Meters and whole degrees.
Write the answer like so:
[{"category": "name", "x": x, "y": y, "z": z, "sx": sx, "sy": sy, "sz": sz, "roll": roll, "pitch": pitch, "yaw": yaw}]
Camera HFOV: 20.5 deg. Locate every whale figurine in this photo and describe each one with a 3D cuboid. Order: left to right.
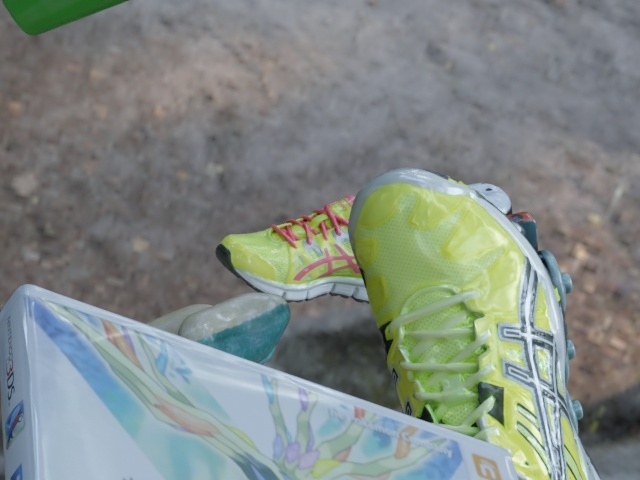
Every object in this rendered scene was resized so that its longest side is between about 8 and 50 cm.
[{"category": "whale figurine", "x": -0.113, "y": 0.132, "z": 1.485, "sx": 0.216, "sy": 0.272, "sz": 0.141, "roll": -21, "pitch": 83, "yaw": -37}]

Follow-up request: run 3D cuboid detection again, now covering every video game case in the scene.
[{"category": "video game case", "x": -0.002, "y": 0.178, "z": 0.875, "sx": 0.329, "sy": 0.036, "sz": 0.300, "roll": 21, "pitch": 33, "yaw": -28}]

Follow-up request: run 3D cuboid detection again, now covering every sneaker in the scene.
[{"category": "sneaker", "x": 0.000, "y": 0.000, "z": 1.596, "sx": 0.208, "sy": 0.094, "sz": 0.081, "roll": 1, "pitch": 27, "yaw": -36}, {"category": "sneaker", "x": 0.129, "y": 0.123, "z": 1.349, "sx": 0.385, "sy": 0.145, "sz": 0.147, "roll": 66, "pitch": 17, "yaw": -1}]

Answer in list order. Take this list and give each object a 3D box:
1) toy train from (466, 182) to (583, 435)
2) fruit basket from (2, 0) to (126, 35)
[{"category": "toy train", "x": 0.191, "y": 0.100, "z": 1.921, "sx": 0.142, "sy": 0.334, "sz": 0.190, "roll": -14, "pitch": 34, "yaw": -6}, {"category": "fruit basket", "x": -0.096, "y": -0.362, "z": 1.206, "sx": 0.283, "sy": 0.392, "sz": 0.392, "roll": 50, "pitch": 29, "yaw": -17}]
